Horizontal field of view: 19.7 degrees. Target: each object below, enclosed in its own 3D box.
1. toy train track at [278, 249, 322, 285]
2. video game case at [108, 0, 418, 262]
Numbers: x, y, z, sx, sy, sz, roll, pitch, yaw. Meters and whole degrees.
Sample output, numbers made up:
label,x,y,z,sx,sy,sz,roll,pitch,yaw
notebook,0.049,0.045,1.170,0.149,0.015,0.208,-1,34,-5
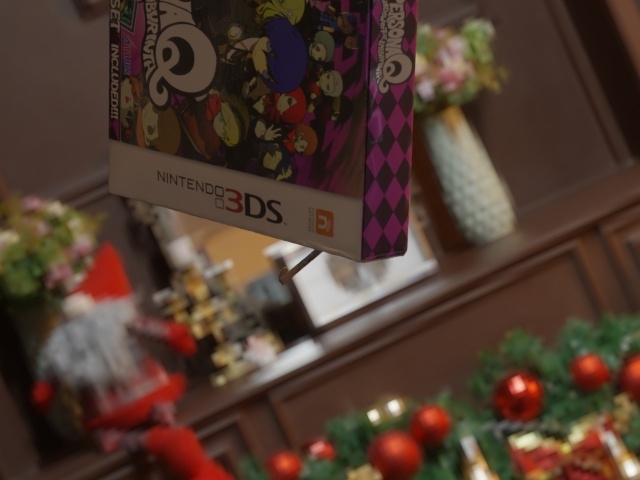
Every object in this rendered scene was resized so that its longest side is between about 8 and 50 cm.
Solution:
label,x,y,z,sx,sy,sz,roll,pitch,yaw
toy train track,0.000,0.000,1.323,0.083,0.014,0.048,-41,-16,-11
video game case,-0.035,-0.121,0.968,0.041,0.232,0.210,-11,19,-43
